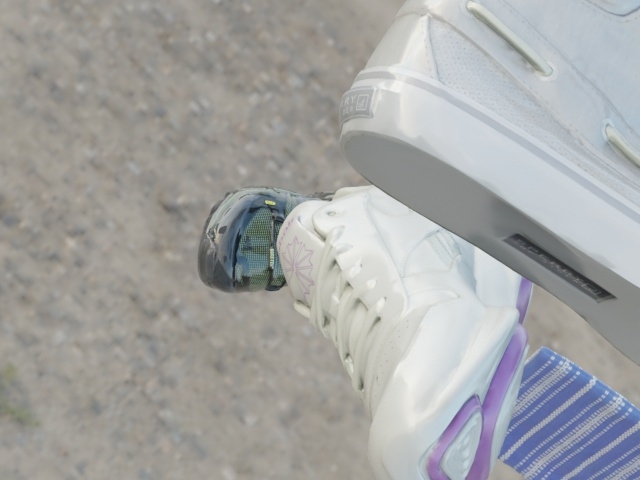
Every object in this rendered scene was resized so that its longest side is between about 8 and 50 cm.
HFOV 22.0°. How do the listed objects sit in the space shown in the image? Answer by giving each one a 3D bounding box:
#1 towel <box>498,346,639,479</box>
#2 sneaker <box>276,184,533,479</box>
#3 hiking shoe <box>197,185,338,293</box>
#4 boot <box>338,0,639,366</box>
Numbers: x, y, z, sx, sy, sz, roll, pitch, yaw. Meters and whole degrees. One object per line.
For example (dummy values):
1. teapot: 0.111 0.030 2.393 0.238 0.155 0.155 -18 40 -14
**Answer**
1. towel: 0.342 0.273 1.938 0.336 0.243 0.040 35 55 -1
2. sneaker: 0.038 0.049 0.907 0.152 0.114 0.305 15 21 3
3. hiking shoe: 0.000 0.000 1.328 0.114 0.086 0.227 11 15 37
4. boot: 0.139 -0.026 0.648 0.258 0.123 0.095 34 -17 -15
